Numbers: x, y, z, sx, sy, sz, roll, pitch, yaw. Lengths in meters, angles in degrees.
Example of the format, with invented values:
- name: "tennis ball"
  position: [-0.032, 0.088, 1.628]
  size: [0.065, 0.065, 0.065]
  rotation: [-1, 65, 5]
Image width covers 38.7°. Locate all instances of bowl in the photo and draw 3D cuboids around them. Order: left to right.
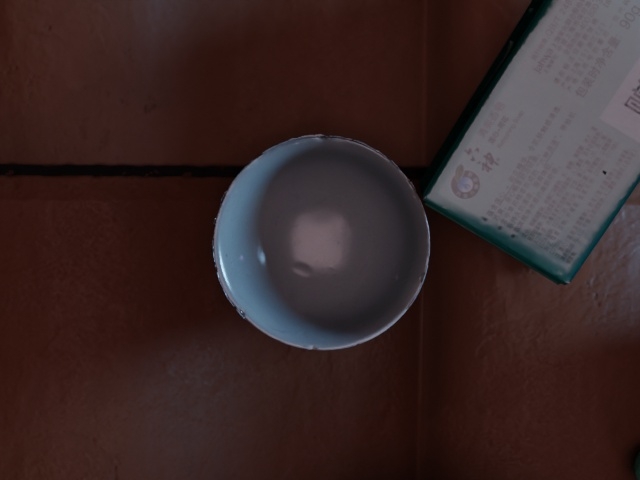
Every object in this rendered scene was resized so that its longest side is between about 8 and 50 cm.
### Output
- name: "bowl"
  position: [0.000, 0.000, 0.825]
  size: [0.189, 0.086, 0.188]
  rotation: [0, 94, 0]

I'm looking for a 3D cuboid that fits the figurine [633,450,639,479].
- name: "figurine"
  position: [0.425, 0.144, 0.790]
  size: [0.222, 0.124, 0.324]
  rotation: [47, 115, 27]

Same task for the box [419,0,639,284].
- name: "box"
  position: [0.212, -0.106, 0.797]
  size: [0.153, 0.092, 0.244]
  rotation: [32, 102, -3]
